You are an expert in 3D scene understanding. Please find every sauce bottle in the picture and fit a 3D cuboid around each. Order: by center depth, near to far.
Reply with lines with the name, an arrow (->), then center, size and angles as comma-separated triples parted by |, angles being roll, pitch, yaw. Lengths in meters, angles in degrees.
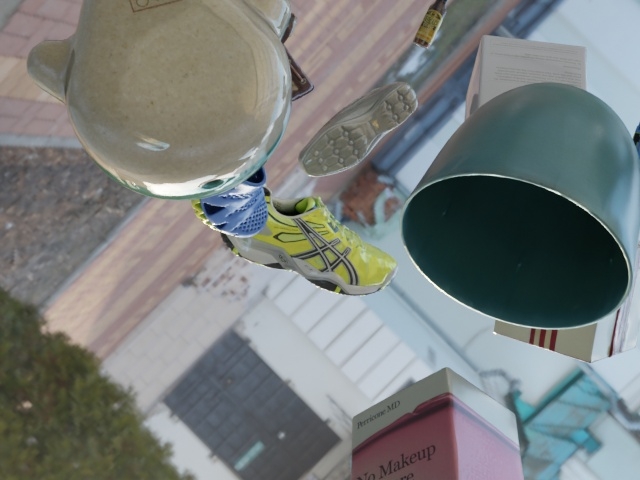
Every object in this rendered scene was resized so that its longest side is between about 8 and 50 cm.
sauce bottle -> 0.241, -0.476, 1.838 | 0.042, 0.042, 0.128 | -31, 144, -81

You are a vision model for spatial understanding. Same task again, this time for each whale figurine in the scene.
whale figurine -> -0.129, -0.158, 0.710 | 0.216, 0.272, 0.141 | -19, 163, -10

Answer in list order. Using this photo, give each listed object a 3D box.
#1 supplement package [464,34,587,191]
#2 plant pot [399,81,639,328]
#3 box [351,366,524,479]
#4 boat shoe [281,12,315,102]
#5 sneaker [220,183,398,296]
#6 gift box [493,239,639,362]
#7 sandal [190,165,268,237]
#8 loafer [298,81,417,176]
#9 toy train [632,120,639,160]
supplement package -> 0.328, -0.161, 1.408 | 0.175, 0.178, 0.292 | 93, 6, -61
plant pot -> 0.283, -0.064, 1.125 | 0.235, 0.293, 0.293 | -60, -174, -32
box -> 0.122, 0.277, 0.893 | 0.149, 0.127, 0.232 | -35, -148, 30
boat shoe -> -0.105, -0.421, 1.695 | 0.123, 0.342, 0.123 | -24, -148, 2
sneaker -> 0.000, 0.000, 1.724 | 0.147, 0.385, 0.145 | -63, -154, 22
gift box -> 0.492, 0.077, 1.733 | 0.255, 0.276, 0.258 | -5, 107, -52
sandal -> -0.147, -0.106, 1.409 | 0.126, 0.138, 0.317 | -61, 150, -23
loafer -> 0.076, -0.248, 1.923 | 0.319, 0.112, 0.111 | -35, -157, -17
toy train -> 0.545, -0.105, 1.389 | 0.105, 0.080, 0.184 | 26, -79, 53
